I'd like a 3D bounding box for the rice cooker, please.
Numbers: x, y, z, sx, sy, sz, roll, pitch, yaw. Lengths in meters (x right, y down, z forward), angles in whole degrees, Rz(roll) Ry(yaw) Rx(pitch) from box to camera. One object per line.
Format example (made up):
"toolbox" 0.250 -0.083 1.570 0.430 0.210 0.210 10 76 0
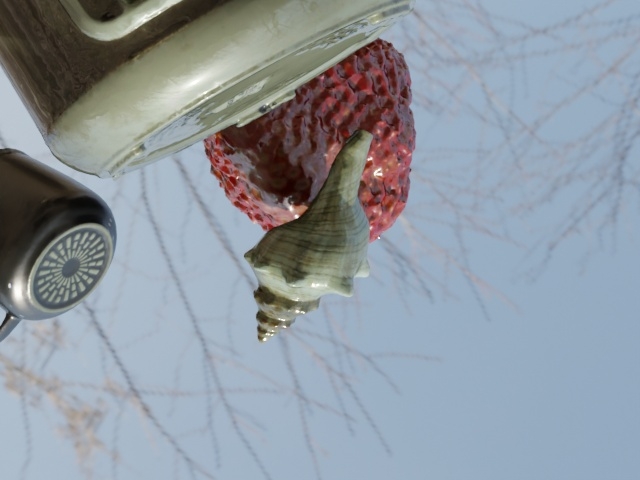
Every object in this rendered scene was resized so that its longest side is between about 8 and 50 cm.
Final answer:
"rice cooker" -0.117 -0.245 0.985 0.335 0.325 0.335 -29 -179 1

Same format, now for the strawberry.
"strawberry" -0.025 -0.136 1.595 0.267 0.351 0.312 -33 -109 16

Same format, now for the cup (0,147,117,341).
"cup" -0.357 0.010 1.588 0.176 0.169 0.223 36 -90 26

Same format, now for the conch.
"conch" 0.005 0.012 1.444 0.234 0.137 0.114 -45 -100 -3
